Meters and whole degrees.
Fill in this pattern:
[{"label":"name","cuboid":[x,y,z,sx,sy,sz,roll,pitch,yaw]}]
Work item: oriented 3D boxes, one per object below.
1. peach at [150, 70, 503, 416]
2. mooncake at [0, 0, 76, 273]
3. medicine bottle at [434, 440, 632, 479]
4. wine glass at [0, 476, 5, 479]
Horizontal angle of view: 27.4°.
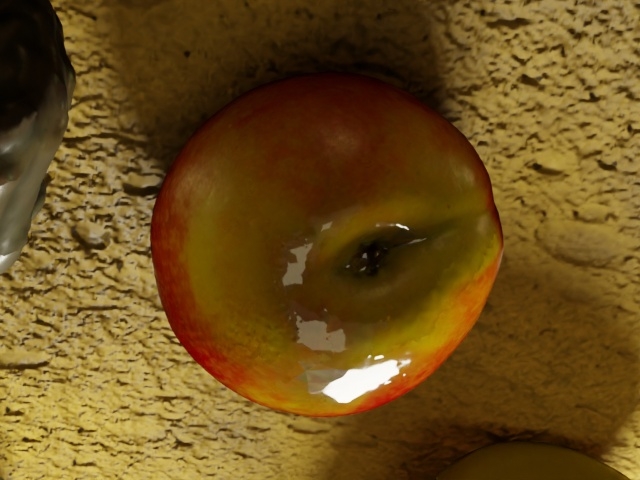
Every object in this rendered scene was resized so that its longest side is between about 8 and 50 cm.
[{"label":"peach","cuboid":[0.000,0.000,0.726,0.190,0.192,0.190,-5,102,-24]},{"label":"mooncake","cuboid":[-0.215,-0.075,0.568,0.228,0.228,0.124,19,131,-20]},{"label":"medicine bottle","cuboid":[0.112,0.345,0.976,0.224,0.224,0.384,12,130,-14]},{"label":"wine glass","cuboid":[-0.326,0.166,0.818,0.190,0.190,0.357,-24,126,18]}]
